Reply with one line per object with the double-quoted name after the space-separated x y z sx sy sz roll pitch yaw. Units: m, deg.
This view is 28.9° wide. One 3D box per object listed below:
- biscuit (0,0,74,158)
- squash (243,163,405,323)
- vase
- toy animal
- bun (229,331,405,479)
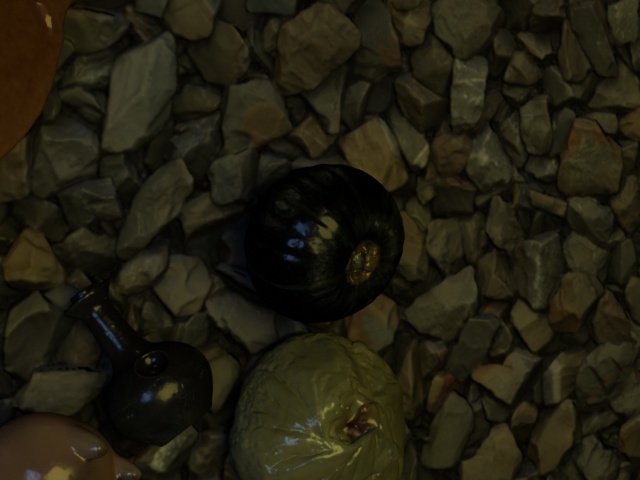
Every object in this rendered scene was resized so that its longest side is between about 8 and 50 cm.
-0.394 -0.275 1.199 0.349 0.078 0.455 5 80 -38 "biscuit"
0.005 0.001 1.379 0.193 0.156 0.193 -12 124 -19 "squash"
-0.196 0.125 1.304 0.120 0.120 0.183 -38 88 -24 "vase"
-0.299 0.284 1.209 0.250 0.154 0.166 -60 136 -22 "toy animal"
0.014 0.211 1.393 0.220 0.134 0.220 4 83 -28 "bun"
